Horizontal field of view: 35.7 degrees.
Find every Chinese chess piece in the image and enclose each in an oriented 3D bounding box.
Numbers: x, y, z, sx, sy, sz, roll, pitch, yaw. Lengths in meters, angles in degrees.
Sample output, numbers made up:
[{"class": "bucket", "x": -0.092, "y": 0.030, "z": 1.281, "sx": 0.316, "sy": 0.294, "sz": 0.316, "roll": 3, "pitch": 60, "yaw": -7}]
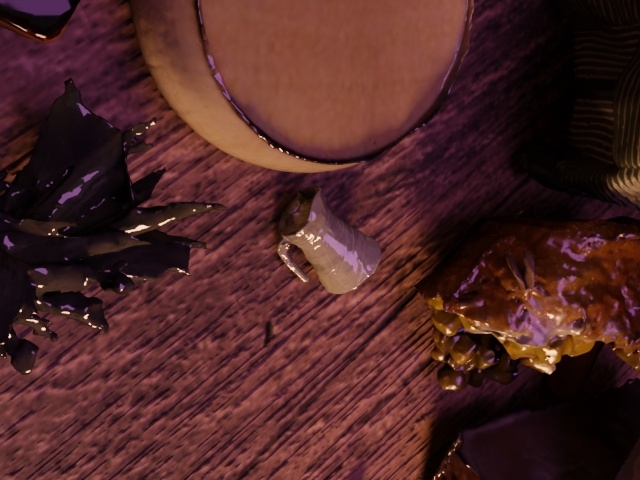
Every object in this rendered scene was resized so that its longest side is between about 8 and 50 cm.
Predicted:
[{"class": "Chinese chess piece", "x": -0.007, "y": -0.170, "z": 0.686, "sx": 0.250, "sy": 0.103, "sz": 0.249, "roll": -11, "pitch": 108, "yaw": -35}]

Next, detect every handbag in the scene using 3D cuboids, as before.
[{"class": "handbag", "x": 0.357, "y": -0.128, "z": 0.891, "sx": 0.341, "sy": 0.240, "sz": 0.247, "roll": -1, "pitch": 105, "yaw": -38}]

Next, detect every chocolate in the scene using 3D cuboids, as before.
[{"class": "chocolate", "x": 0.240, "y": 0.227, "z": 0.981, "sx": 0.321, "sy": 0.112, "sz": 0.112, "roll": -8, "pitch": 142, "yaw": -37}]

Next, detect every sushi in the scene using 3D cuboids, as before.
[{"class": "sushi", "x": 0.215, "y": 0.058, "z": 0.891, "sx": 0.296, "sy": 0.167, "sz": 0.179, "roll": 0, "pitch": 97, "yaw": -49}]

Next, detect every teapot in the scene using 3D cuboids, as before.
[{"class": "teapot", "x": 0.000, "y": 0.000, "z": 0.776, "sx": 0.067, "sy": 0.057, "sz": 0.083, "roll": -36, "pitch": 121, "yaw": 10}]

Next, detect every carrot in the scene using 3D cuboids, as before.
[{"class": "carrot", "x": 0.273, "y": 0.084, "z": 1.011, "sx": 0.055, "sy": 0.055, "sz": 0.161, "roll": 16, "pitch": 100, "yaw": -39}]

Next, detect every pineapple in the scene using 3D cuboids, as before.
[{"class": "pineapple", "x": -0.219, "y": 0.026, "z": 0.566, "sx": 0.364, "sy": 0.166, "sz": 0.165, "roll": -38, "pitch": 123, "yaw": -33}]

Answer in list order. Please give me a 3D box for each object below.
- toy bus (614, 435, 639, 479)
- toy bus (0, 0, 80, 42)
[{"class": "toy bus", "x": 0.364, "y": 0.167, "z": 0.895, "sx": 0.138, "sy": 0.112, "sz": 0.317, "roll": 45, "pitch": 72, "yaw": -36}, {"class": "toy bus", "x": -0.291, "y": -0.221, "z": 0.457, "sx": 0.409, "sy": 0.092, "sz": 0.093, "roll": 26, "pitch": 89, "yaw": -39}]
